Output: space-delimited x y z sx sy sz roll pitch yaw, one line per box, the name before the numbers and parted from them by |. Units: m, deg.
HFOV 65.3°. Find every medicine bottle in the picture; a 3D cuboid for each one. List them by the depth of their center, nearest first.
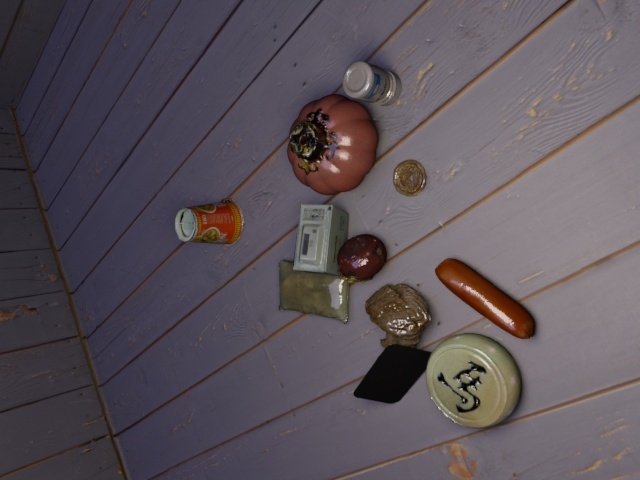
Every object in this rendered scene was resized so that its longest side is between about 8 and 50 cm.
medicine bottle | 0.149 -0.449 1.438 0.105 0.168 0.105 4 96 39

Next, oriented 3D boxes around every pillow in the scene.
pillow | -0.030 0.168 1.695 0.303 0.075 0.184 5 95 36

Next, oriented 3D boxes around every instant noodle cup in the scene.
instant noodle cup | -0.434 -0.068 1.918 0.193 0.212 0.193 3 95 39

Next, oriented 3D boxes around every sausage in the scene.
sausage | 0.430 0.147 1.308 0.300 0.089 0.083 39 110 30

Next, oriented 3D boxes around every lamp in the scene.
lamp | 0.022 -0.288 1.508 0.305 0.240 0.305 3 94 40
lamp | 0.130 0.059 1.521 0.157 0.135 0.156 -24 35 21

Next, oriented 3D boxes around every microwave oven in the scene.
microwave oven | 0.000 0.000 1.571 0.123 0.162 0.208 3 82 27

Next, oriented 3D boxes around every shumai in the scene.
shumai | 0.232 0.237 1.461 0.206 0.166 0.175 53 166 54

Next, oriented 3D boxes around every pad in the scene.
pad | 0.140 0.359 1.456 0.323 0.055 0.250 26 121 -4

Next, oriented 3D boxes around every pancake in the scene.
pancake | 0.261 -0.182 1.470 0.115 0.011 0.114 4 96 41

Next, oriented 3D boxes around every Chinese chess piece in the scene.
Chinese chess piece | 0.405 0.374 1.339 0.250 0.101 0.250 5 98 39
